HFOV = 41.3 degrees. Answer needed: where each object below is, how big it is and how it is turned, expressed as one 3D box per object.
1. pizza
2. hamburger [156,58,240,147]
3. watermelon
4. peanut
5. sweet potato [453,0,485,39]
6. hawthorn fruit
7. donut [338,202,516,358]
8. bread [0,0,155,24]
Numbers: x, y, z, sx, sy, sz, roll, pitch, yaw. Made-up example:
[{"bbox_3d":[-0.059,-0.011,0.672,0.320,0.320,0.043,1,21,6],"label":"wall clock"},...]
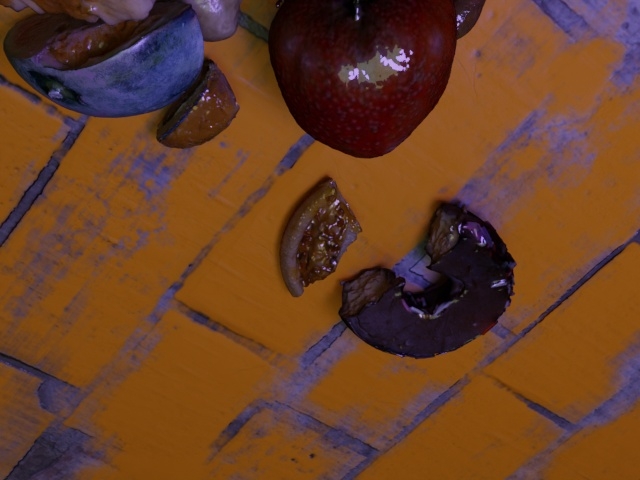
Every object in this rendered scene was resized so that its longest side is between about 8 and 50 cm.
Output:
[{"bbox_3d":[-0.007,0.001,1.614,0.134,0.056,0.271,25,120,-11],"label":"pizza"},{"bbox_3d":[-0.193,-0.210,1.427,0.102,0.087,0.176,31,114,-23],"label":"hamburger"},{"bbox_3d":[-0.331,-0.245,1.292,0.321,0.175,0.188,6,137,34],"label":"watermelon"},{"bbox_3d":[-0.212,-0.408,1.268,0.253,0.122,0.137,38,114,-22],"label":"peanut"},{"bbox_3d":[0.233,-0.372,1.372,0.226,0.068,0.068,-38,120,17],"label":"sweet potato"},{"bbox_3d":[0.075,-0.259,1.320,0.284,0.285,0.369,-12,137,3],"label":"hawthorn fruit"},{"bbox_3d":[0.229,0.092,1.657,0.259,0.136,0.345,35,116,-28],"label":"donut"},{"bbox_3d":[-0.374,-0.492,1.012,0.371,0.279,0.390,13,149,14],"label":"bread"}]
